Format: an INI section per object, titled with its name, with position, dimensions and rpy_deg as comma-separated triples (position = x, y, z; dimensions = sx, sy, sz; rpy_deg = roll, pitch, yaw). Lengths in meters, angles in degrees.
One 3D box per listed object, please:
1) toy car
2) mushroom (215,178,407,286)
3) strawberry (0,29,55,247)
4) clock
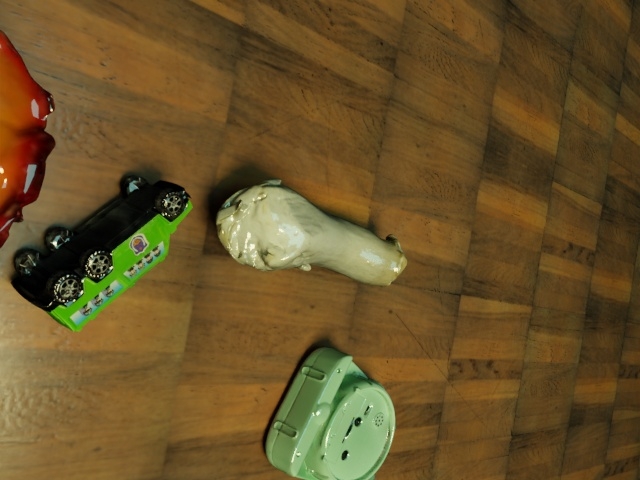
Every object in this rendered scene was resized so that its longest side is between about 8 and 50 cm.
[toy car]
position = -0.187, 0.007, 0.530
dimensions = 0.165, 0.071, 0.062
rpy_deg = -45, 138, -30
[mushroom]
position = -0.002, -0.001, 0.683
dimensions = 0.278, 0.096, 0.099
rpy_deg = 17, 85, -47
[strawberry]
position = -0.332, -0.030, 0.351
dimensions = 0.336, 0.149, 0.265
rpy_deg = -48, 118, -41
[clock]
position = 0.035, 0.243, 0.764
dimensions = 0.211, 0.066, 0.159
rpy_deg = 40, 69, -39
